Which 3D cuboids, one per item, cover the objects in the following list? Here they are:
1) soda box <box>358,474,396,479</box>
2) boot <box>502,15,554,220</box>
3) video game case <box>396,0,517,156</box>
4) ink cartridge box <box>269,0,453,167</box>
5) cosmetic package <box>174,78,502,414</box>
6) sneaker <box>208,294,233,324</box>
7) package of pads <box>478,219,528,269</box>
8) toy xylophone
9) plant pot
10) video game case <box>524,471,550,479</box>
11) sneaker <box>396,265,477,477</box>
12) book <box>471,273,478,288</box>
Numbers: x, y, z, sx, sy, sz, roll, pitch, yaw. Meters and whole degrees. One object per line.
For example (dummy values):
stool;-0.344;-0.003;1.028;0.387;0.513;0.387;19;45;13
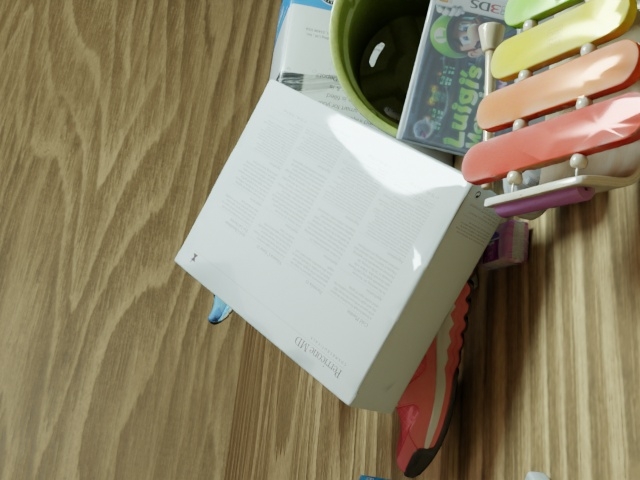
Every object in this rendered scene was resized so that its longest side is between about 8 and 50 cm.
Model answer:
soda box;0.062;0.440;1.270;0.067;0.071;0.210;-97;23;-57
boot;0.243;-0.153;0.963;0.123;0.095;0.258;96;-172;-70
video game case;0.196;-0.191;1.032;0.022;0.173;0.190;-53;-23;-81
ink cartridge box;0.058;-0.213;1.403;0.166;0.285;0.394;128;151;-67
cosmetic package;0.007;-0.006;1.089;0.377;0.097;0.284;34;95;42
sneaker;-0.167;0.059;1.434;0.063;0.073;0.162;144;137;-67
package of pads;0.221;0.007;1.055;0.083;0.032;0.050;148;131;-74
toy xylophone;0.211;-0.162;0.809;0.236;0.081;0.322;-25;54;51
plant pot;0.147;-0.250;1.188;0.254;0.276;0.276;-159;80;-90
video game case;0.208;0.362;0.799;0.227;0.026;0.206;-116;40;-69
sneaker;0.113;0.136;1.108;0.116;0.136;0.313;18;-99;-80
book;0.175;0.057;1.224;0.144;0.035;0.096;118;152;-51
